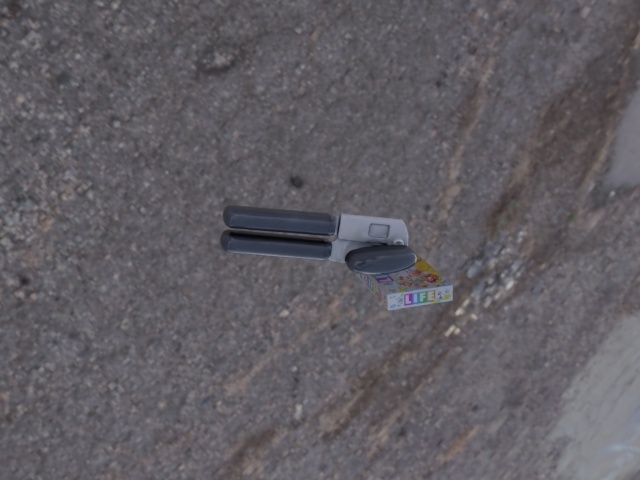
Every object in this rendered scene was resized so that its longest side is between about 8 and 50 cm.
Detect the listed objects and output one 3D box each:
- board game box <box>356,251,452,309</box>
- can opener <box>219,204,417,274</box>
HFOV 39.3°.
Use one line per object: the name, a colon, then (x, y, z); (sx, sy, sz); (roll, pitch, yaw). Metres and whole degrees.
board game box: (0.126, 0.060, 1.386); (0.104, 0.154, 0.026); (-8, 110, -14)
can opener: (0.000, 0.000, 1.299); (0.284, 0.095, 0.076); (5, 106, -14)
